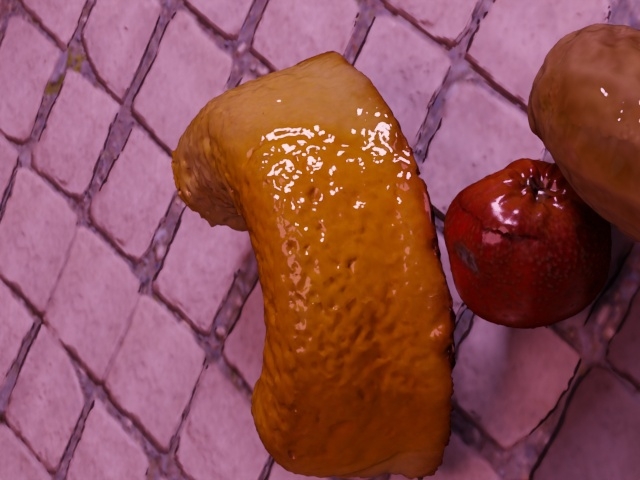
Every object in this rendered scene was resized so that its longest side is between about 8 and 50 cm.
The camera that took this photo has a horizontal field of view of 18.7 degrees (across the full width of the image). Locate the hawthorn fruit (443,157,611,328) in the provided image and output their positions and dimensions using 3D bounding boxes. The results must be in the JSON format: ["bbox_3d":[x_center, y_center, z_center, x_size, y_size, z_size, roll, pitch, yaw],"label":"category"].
[{"bbox_3d":[0.108,0.005,1.007,0.093,0.093,0.093,-5,83,45],"label":"hawthorn fruit"}]

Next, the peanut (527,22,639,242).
[{"bbox_3d":[0.183,-0.040,0.919,0.108,0.095,0.226,-50,42,-6],"label":"peanut"}]

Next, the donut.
[{"bbox_3d":[0.000,-0.007,1.064,0.152,0.101,0.259,112,145,-53],"label":"donut"}]
